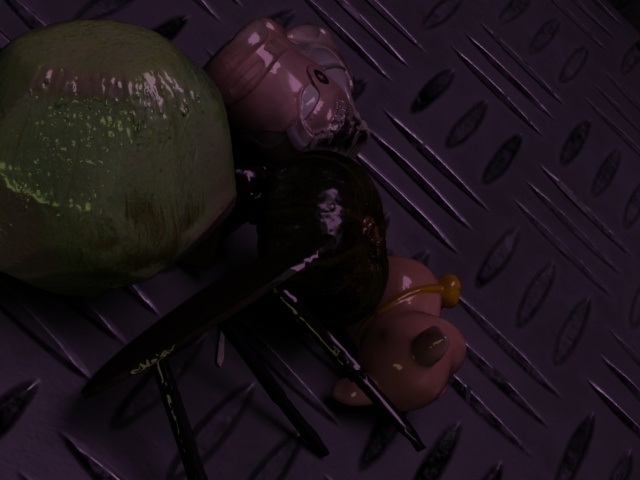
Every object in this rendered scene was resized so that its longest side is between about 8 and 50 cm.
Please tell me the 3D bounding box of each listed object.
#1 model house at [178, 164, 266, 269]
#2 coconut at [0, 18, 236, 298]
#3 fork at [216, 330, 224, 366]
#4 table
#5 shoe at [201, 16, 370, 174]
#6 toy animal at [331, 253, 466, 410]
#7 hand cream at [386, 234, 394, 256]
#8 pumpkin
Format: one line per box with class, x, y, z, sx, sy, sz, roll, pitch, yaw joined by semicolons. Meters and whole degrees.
model house;-0.162;-0.081;1.926;0.203;0.141;0.164;50;37;-10
coconut;-0.249;-0.076;1.702;0.328;0.328;0.281;16;22;-36
fork;-0.119;0.109;1.878;0.016;0.012;0.115;22;40;-19
table;-0.047;0.167;1.685;0.249;0.317;0.317;58;33;-7
shoe;-0.028;-0.172;2.091;0.198;0.172;0.351;50;19;13
toy animal;0.103;0.112;1.983;0.149;0.165;0.248;33;25;-27
hand cream;0.018;-0.062;2.177;0.088;0.055;0.256;-9;53;-42
pumpkin;0.000;0.000;1.885;0.223;0.157;0.224;-3;90;-72
